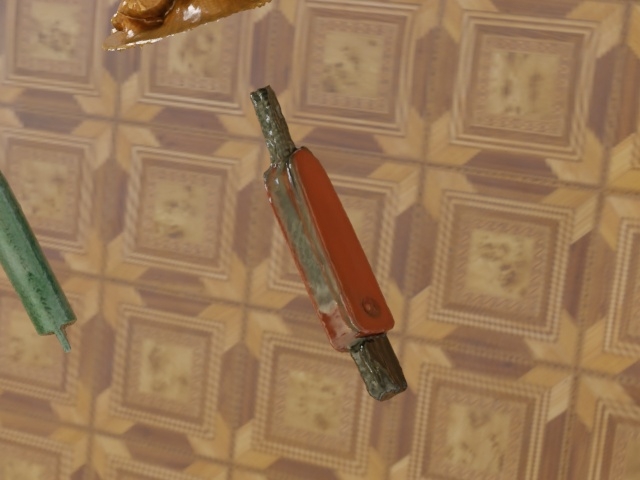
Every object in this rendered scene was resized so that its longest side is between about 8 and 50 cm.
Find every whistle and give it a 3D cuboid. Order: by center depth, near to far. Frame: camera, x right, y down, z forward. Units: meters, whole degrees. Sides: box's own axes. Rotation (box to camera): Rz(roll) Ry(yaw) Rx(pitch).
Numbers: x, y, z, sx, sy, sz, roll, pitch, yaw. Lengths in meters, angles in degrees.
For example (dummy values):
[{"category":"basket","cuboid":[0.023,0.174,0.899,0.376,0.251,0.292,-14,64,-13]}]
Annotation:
[{"category":"whistle","cuboid":[-0.243,0.014,1.015,0.039,0.039,0.186,-3,128,22]}]

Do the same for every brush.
[{"category":"brush","cuboid":[-0.001,0.000,1.162,0.051,0.070,0.323,-30,74,31]}]

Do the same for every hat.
[{"category":"hat","cuboid":[-0.136,-0.333,1.159,0.244,0.233,0.233,-19,113,6]}]
